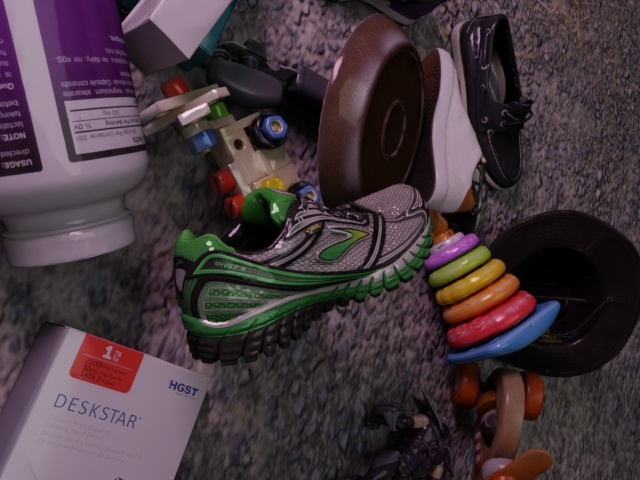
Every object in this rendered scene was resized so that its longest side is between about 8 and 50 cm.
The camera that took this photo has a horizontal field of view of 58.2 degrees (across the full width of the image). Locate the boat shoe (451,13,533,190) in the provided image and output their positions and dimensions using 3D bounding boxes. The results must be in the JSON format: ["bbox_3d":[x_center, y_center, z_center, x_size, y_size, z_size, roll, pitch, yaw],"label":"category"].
[{"bbox_3d":[0.350,-0.266,1.106,0.127,0.113,0.339,-14,95,-38],"label":"boat shoe"}]

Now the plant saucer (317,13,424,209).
[{"bbox_3d":[0.089,-0.164,0.841,0.311,0.050,0.310,-40,138,-50],"label":"plant saucer"}]

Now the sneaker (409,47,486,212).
[{"bbox_3d":[0.217,-0.182,0.986,0.123,0.106,0.289,10,76,-26],"label":"sneaker"}]

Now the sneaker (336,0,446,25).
[{"bbox_3d":[0.099,-0.441,0.919,0.284,0.124,0.107,0,86,-38],"label":"sneaker"}]

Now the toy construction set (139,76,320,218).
[{"bbox_3d":[-0.107,-0.051,0.725,0.215,0.151,0.327,-34,118,-34],"label":"toy construction set"}]

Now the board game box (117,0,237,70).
[{"bbox_3d":[-0.236,-0.410,0.685,0.336,0.079,0.253,31,69,-32],"label":"board game box"}]

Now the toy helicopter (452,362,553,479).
[{"bbox_3d":[0.284,0.389,0.955,0.140,0.235,0.354,10,99,3],"label":"toy helicopter"}]

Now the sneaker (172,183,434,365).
[{"bbox_3d":[0.000,0.000,0.635,0.344,0.134,0.146,-26,112,-37],"label":"sneaker"}]

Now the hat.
[{"bbox_3d":[0.442,0.089,1.105,0.134,0.332,0.331,-62,130,-69],"label":"hat"}]

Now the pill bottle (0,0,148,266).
[{"bbox_3d":[-0.274,-0.145,0.556,0.182,0.182,0.322,-18,107,-37],"label":"pill bottle"}]

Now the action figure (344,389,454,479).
[{"bbox_3d":[0.116,0.352,0.892,0.285,0.099,0.185,-33,99,-39],"label":"action figure"}]

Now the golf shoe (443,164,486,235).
[{"bbox_3d":[0.275,-0.100,1.059,0.094,0.077,0.197,-6,95,-44],"label":"golf shoe"}]

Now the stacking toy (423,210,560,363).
[{"bbox_3d":[0.241,0.049,0.987,0.175,0.166,0.301,-28,84,-25],"label":"stacking toy"}]

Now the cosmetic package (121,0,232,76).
[{"bbox_3d":[-0.129,-0.295,0.645,0.060,0.099,0.238,43,64,-33],"label":"cosmetic package"}]

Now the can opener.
[{"bbox_3d":[-0.038,-0.195,0.820,0.284,0.076,0.095,18,67,-37],"label":"can opener"}]

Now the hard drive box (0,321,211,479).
[{"bbox_3d":[-0.251,0.227,0.617,0.181,0.089,0.232,29,69,-33],"label":"hard drive box"}]
